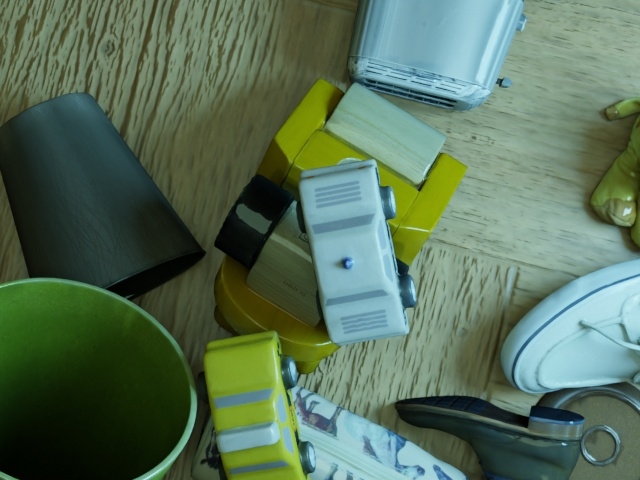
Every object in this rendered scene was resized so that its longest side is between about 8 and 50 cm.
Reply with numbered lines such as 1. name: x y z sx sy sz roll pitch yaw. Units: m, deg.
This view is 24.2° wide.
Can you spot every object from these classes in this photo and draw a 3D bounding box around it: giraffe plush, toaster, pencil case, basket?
1. giraffe plush: 0.414 -0.096 1.710 0.181 0.170 0.210 2 85 0
2. toaster: 0.120 -0.241 1.743 0.227 0.129 0.146 14 87 -1
3. pencil case: 0.045 0.274 1.666 0.410 0.183 0.160 28 53 3
4. basket: -0.273 -0.040 1.712 0.204 0.154 0.227 -27 82 -5

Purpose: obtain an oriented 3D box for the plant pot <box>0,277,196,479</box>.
1. plant pot: -0.301 0.239 1.604 0.274 0.293 0.275 13 43 -12

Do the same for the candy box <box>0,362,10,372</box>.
1. candy box: -0.438 0.163 1.708 0.186 0.109 0.053 -24 86 -3

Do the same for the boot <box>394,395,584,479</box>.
1. boot: 0.188 0.240 1.719 0.219 0.082 0.106 6 98 17

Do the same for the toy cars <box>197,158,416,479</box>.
1. toy cars: -0.019 0.106 1.518 0.176 0.087 0.394 30 103 2

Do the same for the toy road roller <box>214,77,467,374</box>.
1. toy road roller: 0.000 0.000 1.710 0.202 0.240 0.329 32 48 2

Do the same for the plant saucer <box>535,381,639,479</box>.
1. plant saucer: 0.324 0.240 1.750 0.168 0.029 0.168 0 86 -1

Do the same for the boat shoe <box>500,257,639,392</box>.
1. boat shoe: 0.394 0.111 1.687 0.367 0.156 0.136 -19 130 -7
